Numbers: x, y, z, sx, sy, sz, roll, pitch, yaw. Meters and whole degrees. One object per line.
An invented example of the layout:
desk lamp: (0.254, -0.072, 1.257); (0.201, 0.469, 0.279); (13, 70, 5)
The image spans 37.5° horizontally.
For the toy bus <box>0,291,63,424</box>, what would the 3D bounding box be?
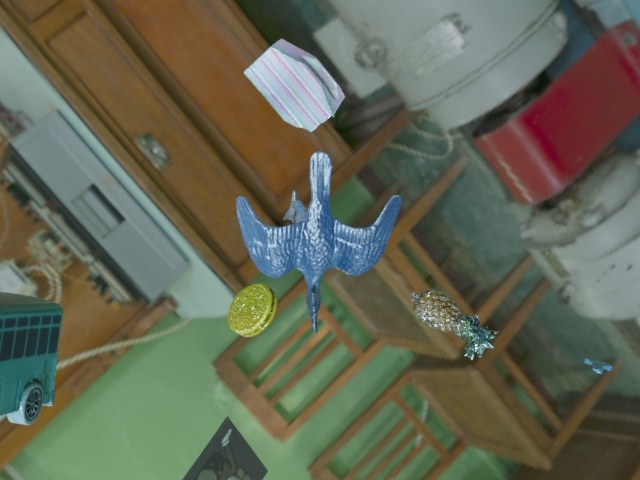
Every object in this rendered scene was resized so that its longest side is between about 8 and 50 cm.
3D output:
toy bus: (-0.369, 0.116, 0.948); (0.128, 0.147, 0.256); (7, 178, 10)

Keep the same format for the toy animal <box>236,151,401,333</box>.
toy animal: (0.000, 0.000, 1.390); (0.176, 0.239, 0.256); (-104, 13, -46)

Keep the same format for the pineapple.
pineapple: (0.297, 0.186, 2.164); (0.221, 0.083, 0.103); (35, 118, -5)

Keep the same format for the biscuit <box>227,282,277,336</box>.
biscuit: (-0.101, 0.103, 1.403); (0.084, 0.084, 0.023); (17, 164, 48)

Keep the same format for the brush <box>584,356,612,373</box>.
brush: (0.512, 0.233, 1.744); (0.051, 0.014, 0.164); (15, -178, 17)

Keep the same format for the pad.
pad: (-0.156, 0.374, 1.398); (0.004, 0.190, 0.127); (-5, 127, 42)

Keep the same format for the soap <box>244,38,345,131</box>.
soap: (-0.036, -0.247, 1.505); (0.149, 0.056, 0.100); (49, 129, -7)
